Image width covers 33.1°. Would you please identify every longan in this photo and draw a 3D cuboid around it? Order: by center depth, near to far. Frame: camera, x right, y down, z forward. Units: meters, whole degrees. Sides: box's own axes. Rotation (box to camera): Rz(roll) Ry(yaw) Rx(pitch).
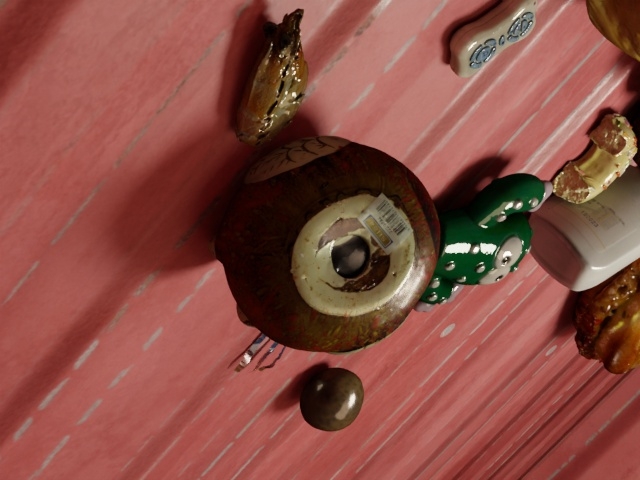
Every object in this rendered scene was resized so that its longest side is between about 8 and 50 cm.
[{"bbox_3d":[0.017,0.247,1.684,0.113,0.092,0.113,-15,137,-15],"label":"longan"}]

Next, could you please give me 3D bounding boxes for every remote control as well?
[{"bbox_3d":[0.202,-0.241,1.253,0.122,0.032,0.074,-37,153,-11],"label":"remote control"}]

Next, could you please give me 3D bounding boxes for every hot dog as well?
[{"bbox_3d":[0.659,0.162,2.330,0.223,0.185,0.405,-37,154,-14],"label":"hot dog"}]

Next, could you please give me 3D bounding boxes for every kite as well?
[{"bbox_3d":[-0.023,0.095,1.482,0.245,0.015,0.141,-49,151,12],"label":"kite"}]

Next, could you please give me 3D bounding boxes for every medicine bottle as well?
[{"bbox_3d":[0.492,-0.040,1.818,0.296,0.161,0.111,-30,153,-27],"label":"medicine bottle"}]

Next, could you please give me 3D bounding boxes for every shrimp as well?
[{"bbox_3d":[-0.043,-0.158,1.040,0.091,0.043,0.184,-37,161,-27],"label":"shrimp"}]

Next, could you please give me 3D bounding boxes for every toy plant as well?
[{"bbox_3d":[0.231,0.004,1.582,0.243,0.113,0.233,-23,147,-23],"label":"toy plant"}]

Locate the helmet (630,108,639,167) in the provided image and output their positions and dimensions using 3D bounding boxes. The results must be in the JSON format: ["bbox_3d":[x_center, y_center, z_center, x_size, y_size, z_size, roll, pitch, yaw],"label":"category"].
[{"bbox_3d":[0.565,-0.184,1.757,0.155,0.106,0.175,-16,141,-52],"label":"helmet"}]

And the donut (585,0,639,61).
[{"bbox_3d":[0.445,-0.367,1.246,0.360,0.170,0.360,-36,153,-22],"label":"donut"}]

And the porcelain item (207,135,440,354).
[{"bbox_3d":[0.000,0.000,1.192,0.253,0.253,0.253,-32,153,-19],"label":"porcelain item"}]

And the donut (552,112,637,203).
[{"bbox_3d":[0.455,-0.130,1.736,0.108,0.065,0.166,-10,140,-48],"label":"donut"}]
